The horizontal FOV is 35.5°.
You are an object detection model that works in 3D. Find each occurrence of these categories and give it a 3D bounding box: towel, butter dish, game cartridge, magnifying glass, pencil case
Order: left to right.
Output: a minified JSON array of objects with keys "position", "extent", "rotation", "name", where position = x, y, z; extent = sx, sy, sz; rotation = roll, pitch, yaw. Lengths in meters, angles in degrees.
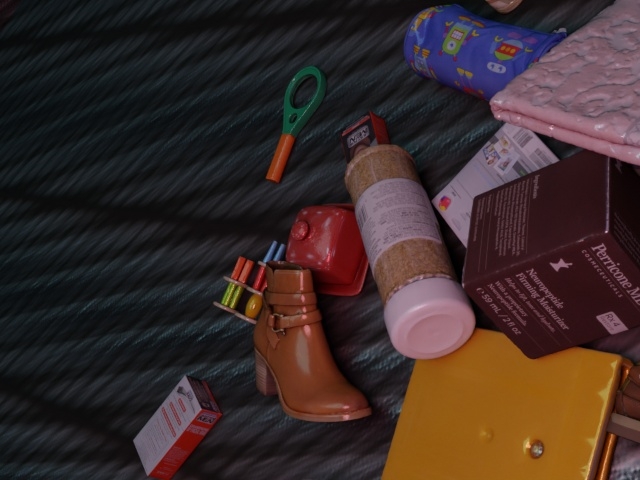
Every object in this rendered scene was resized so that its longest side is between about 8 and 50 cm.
[{"position":[-0.050,-0.218,1.874],"extent":[0.092,0.026,0.231],"rotation":[13,78,47],"name":"magnifying glass"},{"position":[0.000,0.000,1.645],"extent":[0.160,0.118,0.160],"rotation":[3,73,46],"name":"butter dish"},{"position":[0.263,-0.278,1.517],"extent":[0.306,0.119,0.133],"rotation":[30,100,48],"name":"pencil case"},{"position":[0.237,0.265,1.338],"extent":[0.324,0.053,0.285],"rotation":[8,76,49],"name":"game cartridge"},{"position":[0.432,-0.219,1.252],"extent":[0.332,0.053,0.317],"rotation":[-37,38,-20],"name":"towel"}]

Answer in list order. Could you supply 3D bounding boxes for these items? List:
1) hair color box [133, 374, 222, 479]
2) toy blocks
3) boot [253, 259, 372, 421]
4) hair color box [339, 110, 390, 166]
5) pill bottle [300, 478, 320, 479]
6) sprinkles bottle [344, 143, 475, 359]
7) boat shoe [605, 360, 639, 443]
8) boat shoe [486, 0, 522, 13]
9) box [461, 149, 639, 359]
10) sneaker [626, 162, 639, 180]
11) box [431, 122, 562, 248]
[{"position":[-0.256,0.335,1.786],"extent":[0.167,0.053,0.093],"rotation":[-52,42,15],"name":"hair color box"},{"position":[-0.120,0.065,1.780],"extent":[0.123,0.054,0.148],"rotation":[21,86,47],"name":"toy blocks"},{"position":[-0.013,0.152,1.557],"extent":[0.283,0.109,0.220],"rotation":[18,107,60],"name":"boot"},{"position":[0.082,-0.142,1.688],"extent":[0.072,0.043,0.141],"rotation":[-33,51,28],"name":"hair color box"},{"position":[0.066,0.426,1.307],"extent":[0.323,0.181,0.181],"rotation":[-2,70,50],"name":"pill bottle"},{"position":[0.125,0.006,1.481],"extent":[0.121,0.121,0.355],"rotation":[-41,39,24],"name":"sprinkles bottle"},{"position":[0.457,0.205,1.096],"extent":[0.307,0.111,0.104],"rotation":[13,82,47],"name":"boat shoe"},{"position":[0.324,-0.430,1.583],"extent":[0.153,0.048,0.056],"rotation":[-44,46,21],"name":"boat shoe"},{"position":[0.311,0.016,1.257],"extent":[0.203,0.168,0.167],"rotation":[-24,34,35],"name":"box"},{"position":[0.473,-0.088,1.215],"extent":[0.300,0.121,0.111],"rotation":[15,82,47],"name":"sneaker"},{"position":[0.267,-0.076,1.477],"extent":[0.186,0.038,0.145],"rotation":[-47,44,16],"name":"box"}]
